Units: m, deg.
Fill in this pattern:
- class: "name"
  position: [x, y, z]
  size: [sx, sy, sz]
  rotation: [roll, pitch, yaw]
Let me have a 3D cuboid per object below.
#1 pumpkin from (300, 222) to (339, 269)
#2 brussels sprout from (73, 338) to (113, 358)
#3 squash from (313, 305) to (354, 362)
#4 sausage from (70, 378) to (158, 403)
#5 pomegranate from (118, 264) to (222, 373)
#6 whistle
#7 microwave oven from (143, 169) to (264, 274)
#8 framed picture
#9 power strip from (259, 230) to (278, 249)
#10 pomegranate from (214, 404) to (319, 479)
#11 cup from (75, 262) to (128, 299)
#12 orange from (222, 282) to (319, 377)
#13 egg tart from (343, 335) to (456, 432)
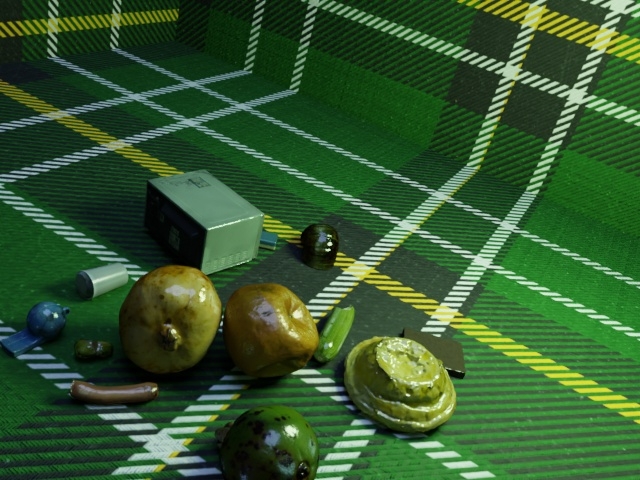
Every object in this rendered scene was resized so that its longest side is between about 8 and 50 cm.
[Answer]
- class: "pumpkin"
  position: [0.000, 0.000, 1.983]
  size: [0.119, 0.108, 0.183]
  rotation: [4, 30, -10]
- class: "brussels sprout"
  position: [-0.503, 0.239, 1.395]
  size: [0.083, 0.046, 0.051]
  rotation: [-1, -7, -27]
- class: "squash"
  position: [0.038, 0.236, 1.638]
  size: [0.069, 0.069, 0.239]
  rotation: [21, 31, 9]
- class: "sausage"
  position: [-0.427, 0.315, 1.305]
  size: [0.176, 0.047, 0.040]
  rotation: [5, 16, -20]
- class: "pomegranate"
  position: [-0.333, 0.175, 1.396]
  size: [0.248, 0.248, 0.248]
  rotation: [12, 30, -7]
- class: "whistle"
  position: [-0.625, 0.184, 1.393]
  size: [0.090, 0.090, 0.158]
  rotation: [30, 32, 23]
- class: "microwave oven"
  position: [-0.345, -0.052, 1.824]
  size: [0.237, 0.181, 0.295]
  rotation: [-19, 45, -43]
- class: "framed picture"
  position: [0.304, 0.303, 1.698]
  size: [0.168, 0.023, 0.128]
  rotation: [15, 31, -2]
- class: "power strip"
  position: [-0.197, -0.006, 1.965]
  size: [0.123, 0.032, 0.056]
  rotation: [13, 30, -5]
- class: "pomegranate"
  position: [-0.114, 0.404, 1.197]
  size: [0.248, 0.202, 0.202]
  rotation: [2, 13, 45]
- class: "cup"
  position: [-0.564, 0.099, 1.593]
  size: [0.104, 0.074, 0.116]
  rotation: [1, 14, 36]
- class: "orange"
  position: [-0.131, 0.209, 1.472]
  size: [0.249, 0.183, 0.249]
  rotation: [49, 14, -16]
- class: "egg tart"
  position: [0.200, 0.323, 1.514]
  size: [0.290, 0.115, 0.290]
  rotation: [10, 35, -7]
